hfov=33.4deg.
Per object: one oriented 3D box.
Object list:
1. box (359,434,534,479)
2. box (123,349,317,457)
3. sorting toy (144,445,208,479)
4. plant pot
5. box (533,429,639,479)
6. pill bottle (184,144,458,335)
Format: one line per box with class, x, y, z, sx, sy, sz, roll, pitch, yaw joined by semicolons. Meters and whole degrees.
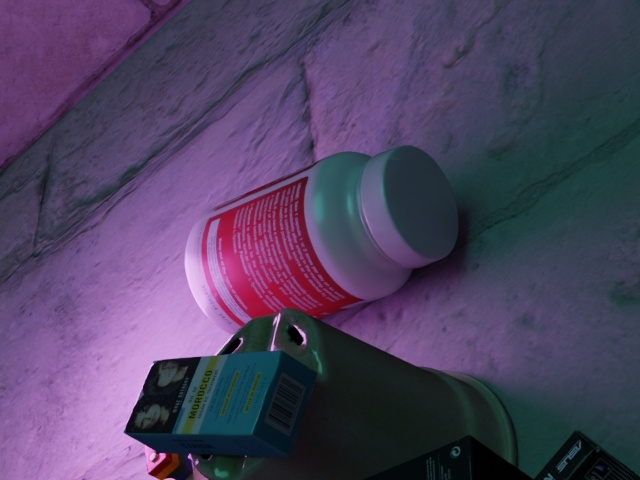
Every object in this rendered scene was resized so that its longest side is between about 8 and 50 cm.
box;0.160;0.323;1.100;0.184;0.261;0.103;-29;40;33
box;-0.117;0.184;1.198;0.244;0.060;0.101;-11;51;46
sorting toy;-0.183;0.346;1.668;0.257;0.089;0.255;-42;34;15
plant pot;0.018;0.247;1.310;0.333;0.305;0.334;-32;38;29
box;0.244;0.295;0.980;0.184;0.190;0.045;-51;23;2
pill bottle;0.000;0.000;1.640;0.407;0.229;0.229;-21;44;40
